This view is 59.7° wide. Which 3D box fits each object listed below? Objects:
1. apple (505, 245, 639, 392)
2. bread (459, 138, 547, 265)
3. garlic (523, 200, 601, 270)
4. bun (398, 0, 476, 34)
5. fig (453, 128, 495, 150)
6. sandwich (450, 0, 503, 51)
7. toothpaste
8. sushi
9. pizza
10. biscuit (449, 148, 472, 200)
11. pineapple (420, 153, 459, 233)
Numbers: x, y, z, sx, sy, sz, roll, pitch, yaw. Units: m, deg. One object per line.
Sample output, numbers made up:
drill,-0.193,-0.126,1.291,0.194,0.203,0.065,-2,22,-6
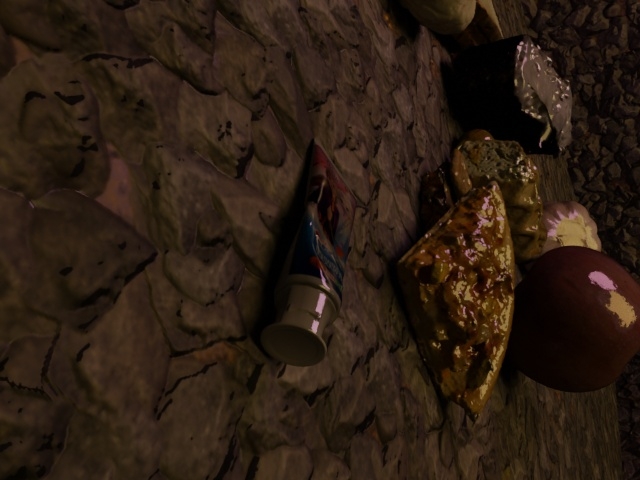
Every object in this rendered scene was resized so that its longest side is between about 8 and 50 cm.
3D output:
apple,0.490,0.157,1.078,0.306,0.235,0.305,-40,149,-30
bread,0.351,-0.062,1.066,0.267,0.130,0.152,62,-2,-39
garlic,0.594,0.009,1.464,0.212,0.219,0.218,127,-43,-76
bun,0.191,-0.475,0.973,0.229,0.145,0.229,174,-90,-90
fig,0.302,-0.183,1.108,0.098,0.082,0.084,14,97,-37
sandwich,0.317,-0.552,1.232,0.271,0.099,0.301,24,52,-58
toothpaste,0.000,0.000,0.556,0.096,0.061,0.266,55,31,-31
sushi,0.413,-0.284,1.210,0.349,0.208,0.234,27,68,-46
pizza,0.233,0.078,0.819,0.268,0.087,0.257,-42,119,-41
biscuit,0.231,-0.098,0.916,0.083,0.018,0.081,62,31,-30
pineapple,0.218,-0.039,0.940,0.221,0.047,0.221,33,52,-55
